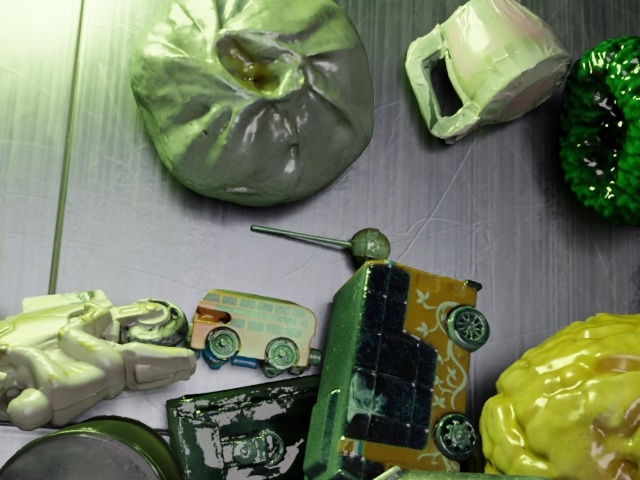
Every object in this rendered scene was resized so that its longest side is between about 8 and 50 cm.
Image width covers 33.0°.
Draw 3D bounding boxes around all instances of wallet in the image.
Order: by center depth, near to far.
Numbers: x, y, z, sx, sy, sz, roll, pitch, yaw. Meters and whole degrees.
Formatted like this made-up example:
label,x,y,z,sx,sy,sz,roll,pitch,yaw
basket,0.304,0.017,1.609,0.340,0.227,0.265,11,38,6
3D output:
label,x,y,z,sx,sy,sz,roll,pitch,yaw
wallet,-0.082,0.272,1.451,0.236,0.055,0.160,-8,84,-14

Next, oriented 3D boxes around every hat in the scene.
label,x,y,z,sx,sy,sz,roll,pitch,yaw
hat,0.522,-0.174,1.621,0.332,0.242,0.274,-11,122,-36

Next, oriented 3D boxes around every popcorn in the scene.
label,x,y,z,sx,sy,sz,roll,pitch,yaw
popcorn,0.373,0.250,1.367,0.344,0.390,0.354,10,57,3

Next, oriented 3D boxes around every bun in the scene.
label,x,y,z,sx,sy,sz,roll,pitch,yaw
bun,-0.083,-0.220,1.502,0.355,0.194,0.354,2,77,-11

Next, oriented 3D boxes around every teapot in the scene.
label,x,y,z,sx,sy,sz,roll,pitch,yaw
teapot,0.247,-0.264,1.625,0.163,0.221,0.178,-8,62,-53

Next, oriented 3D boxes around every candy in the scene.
label,x,y,z,sx,sy,sz,roll,pitch,yaw
candy,0.000,0.000,1.545,0.203,0.061,0.061,10,74,-1

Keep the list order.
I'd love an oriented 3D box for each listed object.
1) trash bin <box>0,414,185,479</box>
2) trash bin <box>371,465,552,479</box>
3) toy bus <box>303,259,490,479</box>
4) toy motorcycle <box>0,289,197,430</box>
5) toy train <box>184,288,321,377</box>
label,x,y,z,sx,sy,sz,roll,pitch,yaw
trash bin,-0.257,0.311,1.255,0.252,0.301,0.202,-4,84,-5
trash bin,0.192,0.450,1.208,0.295,0.381,0.259,-2,44,23
toy bus,0.096,0.202,1.416,0.194,0.162,0.323,17,62,-13
toy motorcycle,-0.329,0.150,1.362,0.341,0.107,0.223,-5,34,-12
toy train,-0.091,0.129,1.476,0.188,0.072,0.099,10,68,-8
